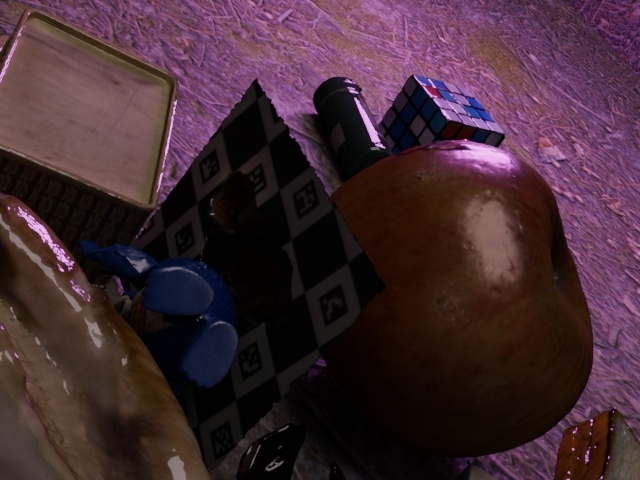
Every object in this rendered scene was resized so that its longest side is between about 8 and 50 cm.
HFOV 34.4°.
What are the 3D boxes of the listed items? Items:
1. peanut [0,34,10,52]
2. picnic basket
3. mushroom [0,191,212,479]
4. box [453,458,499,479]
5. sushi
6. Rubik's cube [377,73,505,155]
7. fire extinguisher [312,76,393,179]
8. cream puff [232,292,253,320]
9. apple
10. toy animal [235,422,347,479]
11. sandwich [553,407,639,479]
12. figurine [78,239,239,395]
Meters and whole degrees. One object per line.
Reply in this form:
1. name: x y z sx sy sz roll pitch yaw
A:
1. peanut: -0.468 -0.271 1.473 0.037 0.037 0.083 41 33 11
2. picnic basket: -0.315 -0.109 1.267 0.228 0.175 0.312 24 36 -19
3. mushroom: -0.257 0.167 0.942 0.397 0.224 0.313 46 6 -9
4. box: 0.182 0.378 1.147 0.135 0.079 0.269 34 30 -2
5. sushi: -0.076 0.047 1.143 0.069 0.320 0.339 17 32 -43
6. Rubik's cube: 0.217 -0.195 1.920 0.155 0.154 0.151 9 38 -38
7. fire extinguisher: 0.070 -0.166 1.800 0.093 0.118 0.294 -14 46 -8
8. cream puff: -0.076 0.095 1.245 0.104 0.133 0.119 -17 89 -28
9. apple: 0.148 0.072 1.281 0.400 0.334 0.400 45 37 -51
10. toy animal: -0.047 0.302 1.047 0.180 0.116 0.218 -11 77 -17
11. sandwich: 0.381 0.377 1.243 0.273 0.095 0.249 55 28 -3
12. figurine: -0.163 0.080 1.097 0.121 0.164 0.262 -17 17 -29
